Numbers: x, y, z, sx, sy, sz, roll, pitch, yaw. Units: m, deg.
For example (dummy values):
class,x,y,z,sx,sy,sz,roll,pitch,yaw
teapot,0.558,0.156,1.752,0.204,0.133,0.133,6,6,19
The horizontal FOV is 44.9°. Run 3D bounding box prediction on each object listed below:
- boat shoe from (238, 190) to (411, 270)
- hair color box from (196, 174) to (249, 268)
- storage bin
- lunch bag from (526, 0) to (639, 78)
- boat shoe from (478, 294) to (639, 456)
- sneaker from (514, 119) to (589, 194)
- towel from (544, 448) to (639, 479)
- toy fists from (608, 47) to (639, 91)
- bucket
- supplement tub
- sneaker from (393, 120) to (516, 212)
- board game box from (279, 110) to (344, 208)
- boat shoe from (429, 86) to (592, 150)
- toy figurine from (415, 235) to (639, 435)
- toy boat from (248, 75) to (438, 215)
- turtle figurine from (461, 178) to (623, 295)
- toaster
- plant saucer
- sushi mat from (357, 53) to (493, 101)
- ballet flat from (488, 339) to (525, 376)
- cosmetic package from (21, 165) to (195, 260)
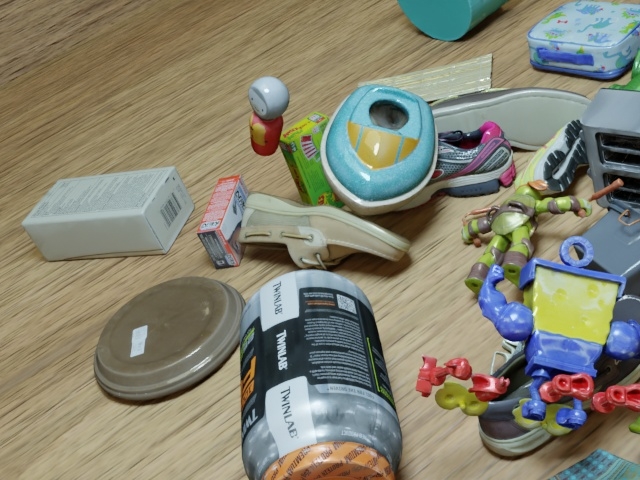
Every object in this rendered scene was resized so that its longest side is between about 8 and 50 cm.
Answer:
class,x,y,z,sx,sy,sz,roll,pitch,yaw
boat shoe,0.000,0.000,1.324,0.341,0.122,0.110,15,85,40
hair color box,-0.173,-0.037,1.462,0.053,0.093,0.167,-9,39,19
storage bin,0.424,0.015,1.083,0.091,0.098,0.135,-37,37,-2
lunch bag,0.537,-0.403,1.554,0.176,0.090,0.219,-41,39,-25
boat shoe,0.309,0.151,0.959,0.285,0.092,0.103,-33,39,-12
sneaker,0.391,-0.136,1.303,0.208,0.081,0.094,-35,6,-39
towel,0.228,0.288,0.694,0.271,0.040,0.370,-26,-2,-7
toy fists,0.601,-0.273,1.349,0.142,0.096,0.279,15,49,39
bucket,0.310,-0.621,1.815,0.183,0.281,0.281,-43,40,-20
supplement tub,-0.005,0.200,0.981,0.193,0.193,0.316,-18,35,6
sneaker,0.189,-0.137,1.381,0.299,0.112,0.121,-12,37,15
board game box,-0.005,-0.133,1.418,0.092,0.181,0.043,-36,37,-18
boat shoe,0.336,-0.226,1.417,0.324,0.116,0.096,-6,29,18
toy figurine,0.301,0.092,0.838,0.362,0.191,0.217,11,68,7
toy boat,0.036,-0.174,1.256,0.318,0.148,0.267,12,52,0
turtle figurine,0.303,-0.021,1.159,0.269,0.087,0.217,-10,39,39
toaster,0.494,-0.131,1.165,0.186,0.168,0.110,17,54,43
plant saucer,-0.258,0.151,1.302,0.278,0.041,0.278,-14,35,10
sushi mat,0.220,-0.340,1.705,0.316,0.019,0.151,-8,39,19
ballet flat,0.253,0.152,1.029,0.041,0.041,0.114,13,49,39
cosmetic package,-0.438,-0.053,1.610,0.309,0.113,0.160,-4,40,25
